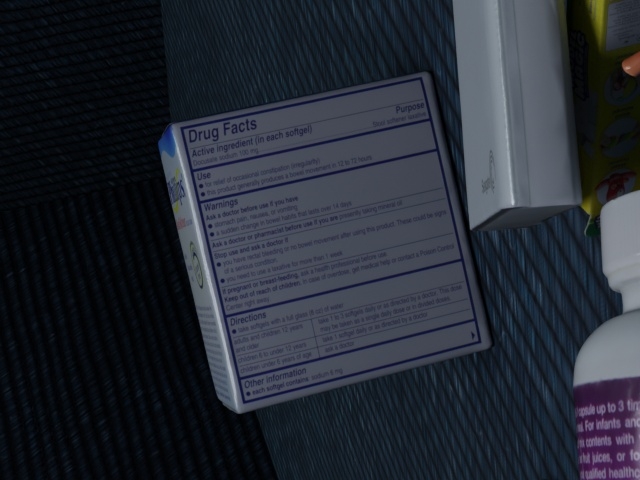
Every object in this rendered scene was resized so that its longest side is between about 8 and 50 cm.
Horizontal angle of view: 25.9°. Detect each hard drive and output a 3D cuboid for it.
[{"bbox_3d":[0.108,-0.188,0.857,0.233,0.047,0.353,61,-156,-87],"label":"hard drive"}]

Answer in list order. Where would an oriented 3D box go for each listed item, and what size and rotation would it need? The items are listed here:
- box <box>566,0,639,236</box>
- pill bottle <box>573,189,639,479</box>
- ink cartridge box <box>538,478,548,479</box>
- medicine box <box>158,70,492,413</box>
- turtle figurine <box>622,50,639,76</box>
[{"bbox_3d":[0.193,-0.089,0.803,0.043,0.105,0.179,-125,25,-51],"label":"box"},{"bbox_3d":[0.219,0.124,0.715,0.169,0.169,0.301,133,134,-76],"label":"pill bottle"},{"bbox_3d":[0.208,0.375,1.195,0.278,0.117,0.201,-124,24,-58],"label":"ink cartridge box"},{"bbox_3d":[0.000,0.000,1.399,0.149,0.263,0.289,167,90,-78],"label":"medicine box"},{"bbox_3d":[0.176,-0.230,0.661,0.269,0.087,0.217,116,151,-42],"label":"turtle figurine"}]
